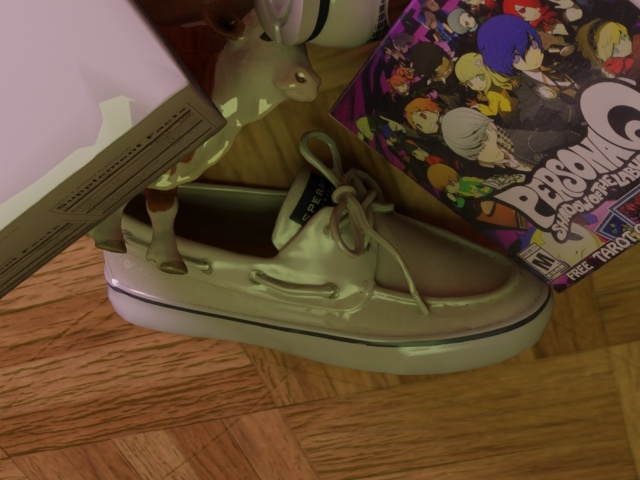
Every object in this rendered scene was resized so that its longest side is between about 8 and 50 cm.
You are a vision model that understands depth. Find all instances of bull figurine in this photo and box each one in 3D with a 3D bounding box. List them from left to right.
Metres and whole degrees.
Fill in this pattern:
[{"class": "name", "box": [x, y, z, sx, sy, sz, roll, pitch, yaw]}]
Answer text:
[{"class": "bull figurine", "box": [-0.156, -0.085, 0.599, 0.310, 0.188, 0.101, 9, 169, 8]}]

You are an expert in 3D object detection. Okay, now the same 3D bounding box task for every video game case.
[{"class": "video game case", "box": [0.143, -0.089, 0.515, 0.210, 0.042, 0.232, 38, 140, -5]}]

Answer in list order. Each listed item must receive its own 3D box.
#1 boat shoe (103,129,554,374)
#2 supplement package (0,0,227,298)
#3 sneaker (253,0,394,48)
[{"class": "boat shoe", "box": [0.000, -0.005, 0.668, 0.367, 0.136, 0.156, 8, 126, 12]}, {"class": "supplement package", "box": [-0.215, -0.116, 0.473, 0.204, 0.145, 0.262, -37, 90, 2]}, {"class": "sneaker", "box": [0.023, -0.232, 0.512, 0.095, 0.090, 0.235, -6, 125, -29]}]
